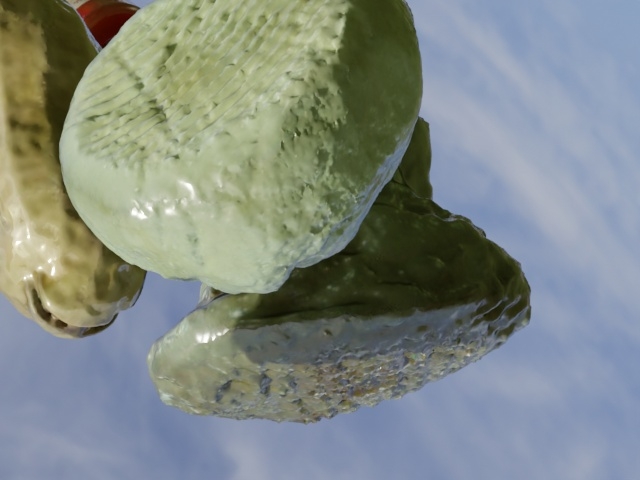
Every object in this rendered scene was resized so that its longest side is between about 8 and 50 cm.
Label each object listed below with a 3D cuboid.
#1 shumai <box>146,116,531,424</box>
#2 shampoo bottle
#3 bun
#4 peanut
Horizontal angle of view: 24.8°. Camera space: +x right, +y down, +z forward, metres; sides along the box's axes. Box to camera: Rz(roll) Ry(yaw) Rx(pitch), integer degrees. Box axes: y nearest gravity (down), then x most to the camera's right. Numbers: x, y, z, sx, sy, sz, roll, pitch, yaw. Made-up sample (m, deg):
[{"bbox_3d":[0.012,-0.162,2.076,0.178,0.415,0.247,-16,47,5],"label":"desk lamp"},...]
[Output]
[{"bbox_3d":[0.000,0.000,1.508,0.398,0.324,0.323,-9,-109,-12],"label":"shumai"},{"bbox_3d":[-0.281,-0.244,1.533,0.104,0.104,0.278,16,-165,-45],"label":"shampoo bottle"},{"bbox_3d":[-0.032,-0.060,0.743,0.118,0.195,0.195,49,-158,-39],"label":"bun"},{"bbox_3d":[-0.204,-0.066,1.065,0.130,0.130,0.290,9,-120,-49],"label":"peanut"}]
